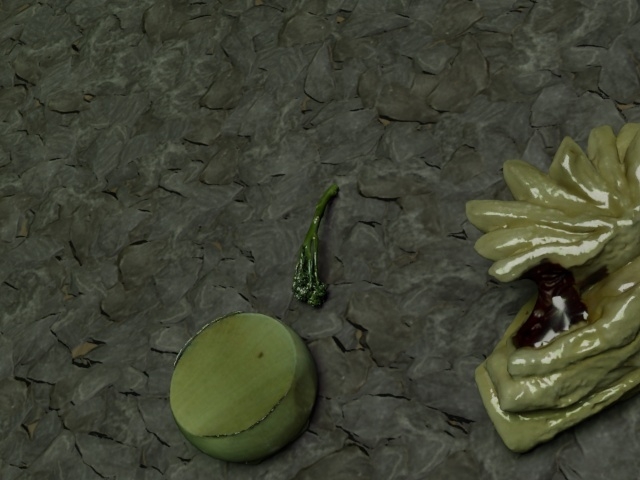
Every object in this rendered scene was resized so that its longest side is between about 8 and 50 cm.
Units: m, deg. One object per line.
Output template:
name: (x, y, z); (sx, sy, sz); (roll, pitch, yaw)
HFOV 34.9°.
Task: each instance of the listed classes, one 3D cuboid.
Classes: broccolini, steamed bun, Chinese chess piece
broccolini: (-0.003, -0.003, 1.361); (0.054, 0.052, 0.194); (2, 60, 23)
steamed bun: (0.315, 0.009, 1.118); (0.428, 0.189, 0.247); (-34, 43, 3)
Chinese chess piece: (-0.095, 0.182, 1.267); (0.188, 0.083, 0.188); (-15, 51, 19)
